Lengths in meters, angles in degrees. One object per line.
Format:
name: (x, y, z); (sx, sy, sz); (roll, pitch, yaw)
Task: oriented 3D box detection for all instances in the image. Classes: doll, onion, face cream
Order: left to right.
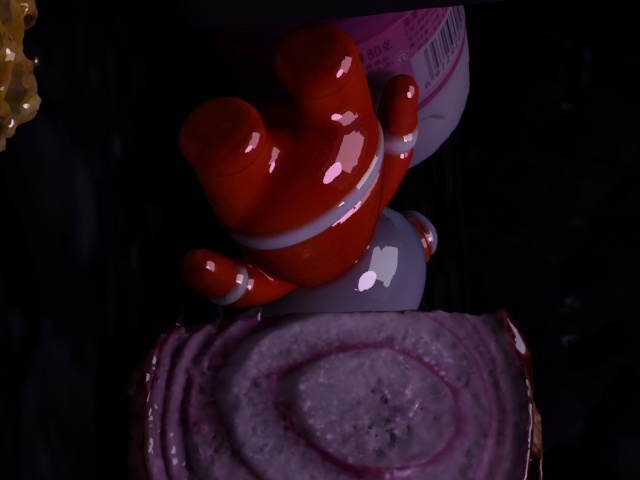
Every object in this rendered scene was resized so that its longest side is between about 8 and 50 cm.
doll: (0.000, 0.000, 1.020); (0.105, 0.200, 0.336); (38, -18, 32)
face cream: (0.011, -0.156, 1.055); (0.195, 0.175, 0.175); (68, 20, -57)
onion: (0.011, 0.147, 0.838); (0.207, 0.216, 0.206); (75, 16, -75)

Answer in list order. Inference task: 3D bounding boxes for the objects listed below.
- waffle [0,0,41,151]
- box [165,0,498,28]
waffle: (-0.142, -0.091, 0.553); (0.192, 0.046, 0.160); (-67, 152, -69)
box: (0.036, -0.258, 0.949); (0.073, 0.289, 0.290); (77, 10, -54)
